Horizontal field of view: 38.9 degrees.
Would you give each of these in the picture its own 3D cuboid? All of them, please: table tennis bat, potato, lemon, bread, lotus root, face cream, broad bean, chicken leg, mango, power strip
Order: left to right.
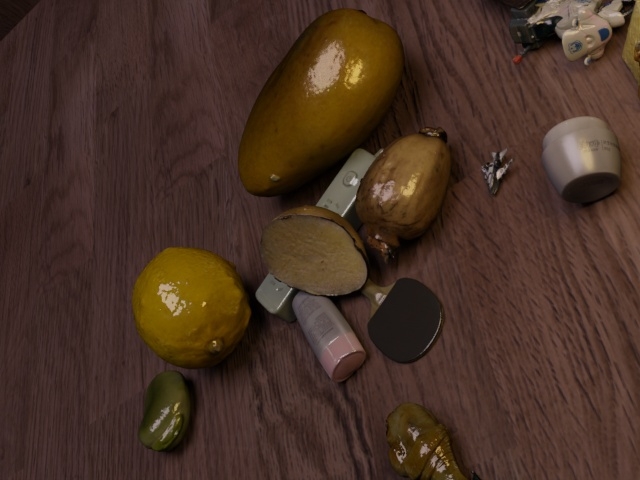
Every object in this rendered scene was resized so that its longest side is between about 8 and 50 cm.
[{"bbox_3d":[-0.317,0.347,1.843,0.124,0.082,0.175,-25,51,36],"label":"broad bean"},{"bbox_3d":[-0.260,0.131,1.812,0.233,0.233,0.288,-51,38,8],"label":"lemon"},{"bbox_3d":[-0.010,-0.259,1.815,0.445,0.220,0.301,-53,30,22],"label":"mango"},{"bbox_3d":[0.000,0.000,1.655,0.202,0.182,0.117,6,36,13],"label":"potato"},{"bbox_3d":[0.013,-0.020,1.757,0.385,0.062,0.091,-55,43,4],"label":"power strip"},{"bbox_3d":[0.013,0.165,1.645,0.084,0.057,0.198,-47,43,13],"label":"face cream"},{"bbox_3d":[0.122,0.118,1.590,0.138,0.022,0.246,-55,41,4],"label":"table tennis bat"},{"bbox_3d":[0.145,-0.094,1.611,0.154,0.140,0.257,12,69,42],"label":"lotus root"},{"bbox_3d":[0.168,0.336,1.364,0.103,0.088,0.228,-43,47,3],"label":"chicken leg"},{"bbox_3d":[0.400,-0.123,1.386,0.117,0.117,0.104,-26,56,32],"label":"face cream"},{"bbox_3d":[0.544,-0.297,1.394,0.152,0.127,0.147,-7,53,5],"label":"bread"}]

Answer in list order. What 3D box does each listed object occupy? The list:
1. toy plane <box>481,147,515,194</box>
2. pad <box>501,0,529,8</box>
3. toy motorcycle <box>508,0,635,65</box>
[{"bbox_3d":[0.299,-0.118,1.552,0.078,0.031,0.083,-15,52,58],"label":"toy plane"},{"bbox_3d":[0.432,-0.553,1.645,0.330,0.004,0.220,-41,34,3],"label":"pad"},{"bbox_3d":[0.417,-0.369,1.547,0.221,0.102,0.150,12,54,46],"label":"toy motorcycle"}]
